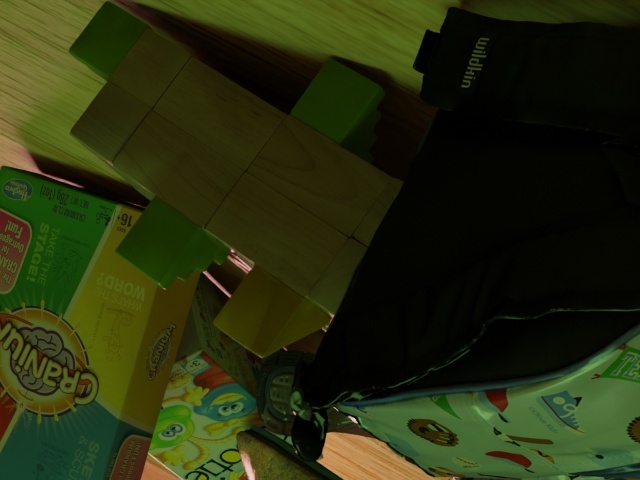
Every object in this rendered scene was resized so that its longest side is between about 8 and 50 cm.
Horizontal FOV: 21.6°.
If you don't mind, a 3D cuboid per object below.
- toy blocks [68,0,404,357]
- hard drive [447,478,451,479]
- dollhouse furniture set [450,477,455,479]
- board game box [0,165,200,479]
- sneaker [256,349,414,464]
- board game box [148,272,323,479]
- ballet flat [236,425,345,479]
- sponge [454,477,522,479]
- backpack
[{"bbox_3d":[0.000,0.000,1.225,0.381,0.191,0.261,33,175,31],"label":"toy blocks"},{"bbox_3d":[0.229,0.241,1.617,0.210,0.040,0.319,0,165,-7],"label":"hard drive"},{"bbox_3d":[0.173,0.139,1.361,0.123,0.144,0.151,26,133,44],"label":"dollhouse furniture set"},{"bbox_3d":[-0.258,0.107,1.684,0.242,0.317,0.064,17,-178,32],"label":"board game box"},{"bbox_3d":[0.082,0.162,1.710,0.297,0.111,0.129,10,-177,33],"label":"sneaker"},{"bbox_3d":[-0.133,0.155,1.831,0.275,0.142,0.144,48,-160,-48],"label":"board game box"},{"bbox_3d":[0.032,0.297,1.684,0.348,0.123,0.123,23,163,29],"label":"ballet flat"},{"bbox_3d":[0.207,0.161,1.337,0.117,0.210,0.031,68,176,-67],"label":"sponge"},{"bbox_3d":[0.149,0.016,0.889,0.213,0.277,0.263,31,157,-24],"label":"backpack"}]
